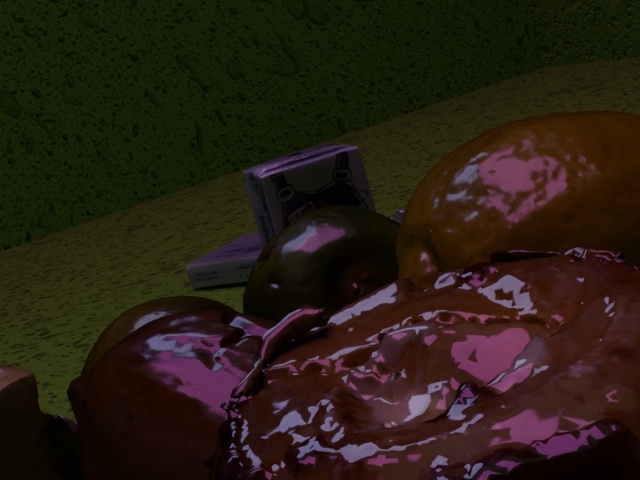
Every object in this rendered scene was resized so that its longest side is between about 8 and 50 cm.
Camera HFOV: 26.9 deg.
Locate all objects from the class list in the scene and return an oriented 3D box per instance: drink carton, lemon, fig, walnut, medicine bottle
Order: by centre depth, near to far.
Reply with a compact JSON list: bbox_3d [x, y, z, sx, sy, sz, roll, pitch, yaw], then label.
[{"bbox_3d":[-0.060,0.151,0.968,0.298,0.203,0.203,21,24,18],"label":"walnut"},{"bbox_3d":[0.222,0.010,1.213,0.285,0.285,0.316,-3,36,47],"label":"lemon"},{"bbox_3d":[0.005,0.085,1.396,0.206,0.206,0.275,-19,-10,-19],"label":"fig"},{"bbox_3d":[0.001,-0.001,1.671,0.134,0.222,0.102,-18,11,-13],"label":"drink carton"},{"bbox_3d":[-0.089,0.026,2.124,0.201,0.052,0.171,-8,13,40],"label":"medicine bottle"}]

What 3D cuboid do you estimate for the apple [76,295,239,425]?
[{"bbox_3d":[-0.133,0.140,1.242,0.196,0.157,0.196,-6,-31,-4],"label":"apple"}]

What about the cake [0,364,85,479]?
[{"bbox_3d":[-0.325,0.200,1.014,0.227,0.222,0.286,9,23,30],"label":"cake"}]

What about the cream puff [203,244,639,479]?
[{"bbox_3d":[0.097,0.155,0.728,0.350,0.228,0.350,-17,19,6],"label":"cream puff"}]

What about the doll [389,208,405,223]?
[{"bbox_3d":[0.249,-0.002,1.715,0.384,0.099,0.188,-5,12,16],"label":"doll"}]
